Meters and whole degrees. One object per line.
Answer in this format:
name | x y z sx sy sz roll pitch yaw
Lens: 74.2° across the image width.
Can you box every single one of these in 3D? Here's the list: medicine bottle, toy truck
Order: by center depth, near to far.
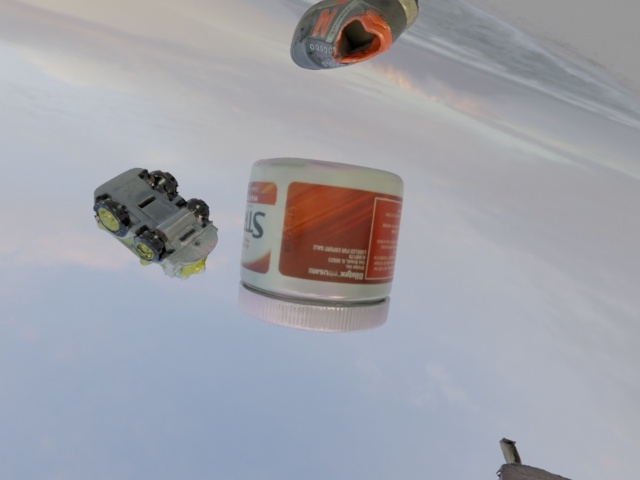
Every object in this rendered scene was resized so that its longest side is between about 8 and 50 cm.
toy truck | -0.150 -0.006 0.390 0.111 0.077 0.076 40 -135 2
medicine bottle | 0.000 0.000 0.693 0.252 0.241 0.252 6 -176 0

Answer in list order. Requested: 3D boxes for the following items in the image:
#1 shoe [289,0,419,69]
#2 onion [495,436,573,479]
shoe | 0.020 -0.238 0.499 0.194 0.077 0.074 2 146 47
onion | 0.268 0.420 0.477 0.256 0.230 0.272 15 -178 39
